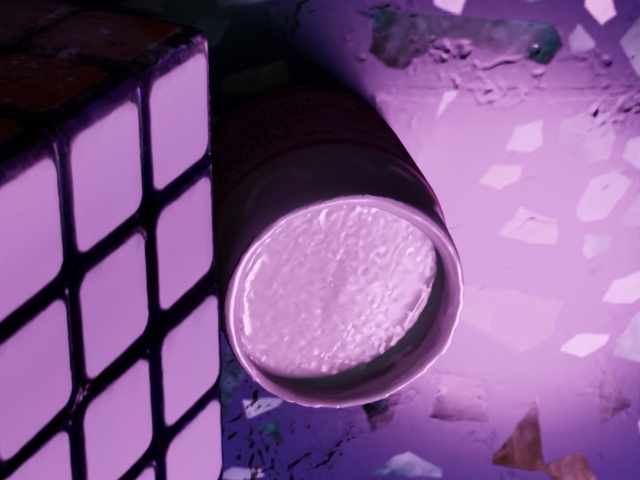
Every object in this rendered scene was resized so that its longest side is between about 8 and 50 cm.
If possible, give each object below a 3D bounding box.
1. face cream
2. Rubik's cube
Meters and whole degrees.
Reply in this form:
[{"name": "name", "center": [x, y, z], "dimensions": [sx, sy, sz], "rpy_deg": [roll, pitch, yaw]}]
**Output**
[{"name": "face cream", "center": [0.000, 0.000, 0.954], "dimensions": [0.175, 0.195, 0.175], "rpy_deg": [-5, 116, -10]}, {"name": "Rubik's cube", "center": [-0.281, 0.054, 0.779], "dimensions": [0.344, 0.344, 0.337], "rpy_deg": [15, 121, 22]}]
